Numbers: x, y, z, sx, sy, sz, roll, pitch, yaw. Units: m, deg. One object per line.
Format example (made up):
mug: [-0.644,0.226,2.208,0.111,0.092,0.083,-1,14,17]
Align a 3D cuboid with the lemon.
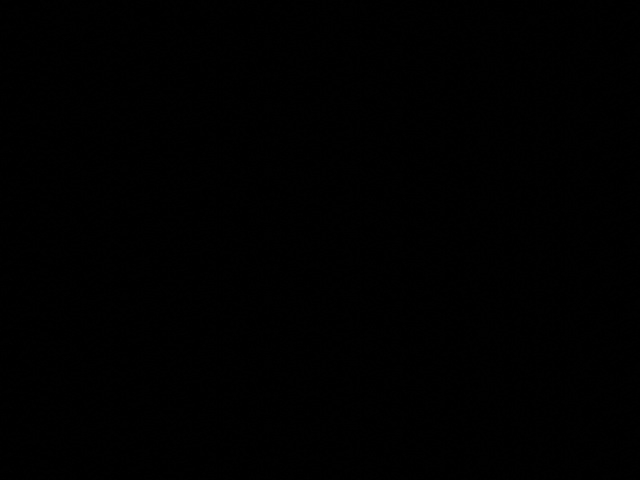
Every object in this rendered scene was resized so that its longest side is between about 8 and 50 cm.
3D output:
lemon: [0.000,0.000,0.154,0.350,0.350,0.387,-35,57,20]
